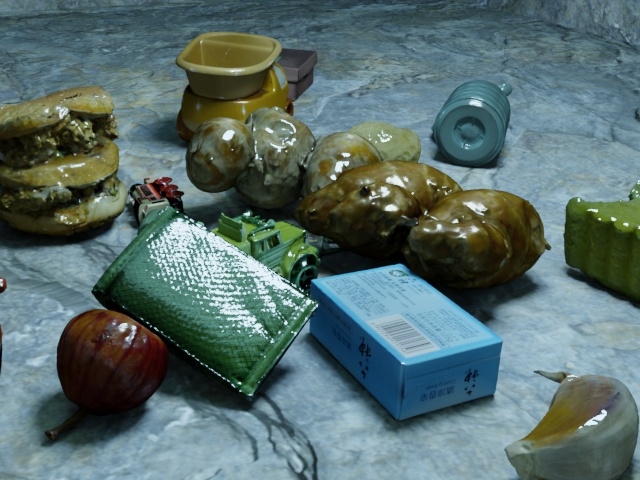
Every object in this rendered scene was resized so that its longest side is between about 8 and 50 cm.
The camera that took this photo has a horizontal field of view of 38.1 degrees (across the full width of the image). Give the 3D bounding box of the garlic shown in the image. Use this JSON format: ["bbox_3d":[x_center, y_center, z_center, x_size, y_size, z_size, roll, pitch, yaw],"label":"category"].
[{"bbox_3d":[0.280,0.191,1.010,0.128,0.090,0.198,-1,26,23],"label":"garlic"}]

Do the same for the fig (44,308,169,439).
[{"bbox_3d":[-0.232,0.144,1.026,0.128,0.128,0.150,0,51,-6],"label":"fig"}]

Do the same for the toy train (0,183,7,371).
[{"bbox_3d":[-0.441,0.064,0.949,0.231,0.369,0.163,13,-15,-27],"label":"toy train"}]

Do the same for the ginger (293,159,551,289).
[{"bbox_3d":[0.140,-0.018,1.358,0.357,0.152,0.274,18,23,25],"label":"ginger"}]

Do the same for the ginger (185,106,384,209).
[{"bbox_3d":[-0.031,-0.118,1.560,0.375,0.176,0.256,14,14,1],"label":"ginger"}]

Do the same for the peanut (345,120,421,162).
[{"bbox_3d":[0.115,-0.175,1.774,0.159,0.109,0.140,-4,25,-11],"label":"peanut"}]

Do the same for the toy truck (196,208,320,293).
[{"bbox_3d":[-0.117,0.026,1.272,0.128,0.135,0.259,24,29,39],"label":"toy truck"}]

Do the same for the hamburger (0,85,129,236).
[{"bbox_3d":[-0.435,-0.127,1.486,0.245,0.211,0.260,-13,22,-15],"label":"hamburger"}]

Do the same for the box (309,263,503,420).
[{"bbox_3d":[0.099,0.117,1.154,0.142,0.083,0.232,-10,26,-26],"label":"box"}]

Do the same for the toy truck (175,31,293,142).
[{"bbox_3d":[-0.179,-0.305,1.915,0.204,0.212,0.288,11,29,15],"label":"toy truck"}]

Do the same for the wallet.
[{"bbox_3d":[-0.138,0.073,1.124,0.236,0.055,0.160,33,62,9],"label":"wallet"}]

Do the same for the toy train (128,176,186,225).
[{"bbox_3d":[-0.278,-0.066,1.563,0.087,0.050,0.138,-11,27,-21],"label":"toy train"}]

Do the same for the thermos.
[{"bbox_3d":[0.316,-0.256,1.964,0.182,0.145,0.286,-25,12,22],"label":"thermos"}]

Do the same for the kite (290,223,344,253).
[{"bbox_3d":[0.000,-0.001,1.492,0.245,0.015,0.141,-3,26,-12],"label":"kite"}]

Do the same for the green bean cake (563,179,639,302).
[{"bbox_3d":[0.512,0.001,1.407,0.236,0.124,0.233,-15,31,-34],"label":"green bean cake"}]

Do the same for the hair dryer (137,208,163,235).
[{"bbox_3d":[-0.209,-0.012,1.462,0.150,0.047,0.071,9,23,-2],"label":"hair dryer"}]

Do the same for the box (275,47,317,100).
[{"bbox_3d":[-0.133,-0.425,2.337,0.215,0.086,0.215,8,24,10],"label":"box"}]
